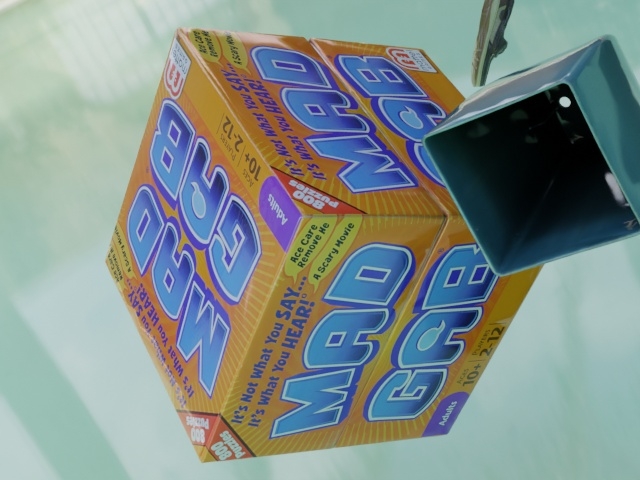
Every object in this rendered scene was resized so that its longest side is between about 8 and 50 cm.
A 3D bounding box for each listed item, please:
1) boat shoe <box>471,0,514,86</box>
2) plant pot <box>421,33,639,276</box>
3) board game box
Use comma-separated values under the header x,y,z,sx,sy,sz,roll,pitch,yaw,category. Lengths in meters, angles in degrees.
x,y,z,sx,sy,sz,roll,pitch,yaw,category
0.274,-0.315,1.957,0.049,0.152,0.056,9,15,-8,boat shoe
0.246,-0.107,1.261,0.166,0.165,0.234,-20,17,35,plant pot
0.000,0.000,1.482,0.356,0.356,0.356,0,39,-33,board game box
